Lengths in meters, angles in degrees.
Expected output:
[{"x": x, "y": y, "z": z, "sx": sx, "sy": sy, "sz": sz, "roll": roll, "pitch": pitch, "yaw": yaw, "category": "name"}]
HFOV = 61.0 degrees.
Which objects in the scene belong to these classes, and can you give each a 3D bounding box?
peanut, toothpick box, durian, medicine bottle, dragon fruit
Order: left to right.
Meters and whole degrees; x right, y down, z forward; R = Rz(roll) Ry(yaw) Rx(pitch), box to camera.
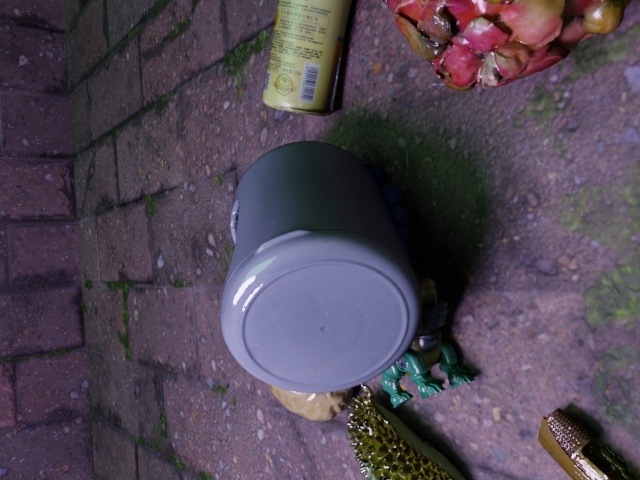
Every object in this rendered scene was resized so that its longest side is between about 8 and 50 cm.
[{"x": -0.055, "y": 0.168, "z": 0.941, "sx": 0.306, "sy": 0.147, "sz": 0.147, "roll": 58, "pitch": 133, "yaw": 30, "category": "peanut"}, {"x": -0.019, "y": -0.329, "z": 0.883, "sx": 0.124, "sy": 0.124, "sz": 0.239, "roll": 31, "pitch": 115, "yaw": 45, "category": "medicine bottle"}, {"x": 0.000, "y": 0.000, "z": 0.758, "sx": 0.355, "sy": 0.262, "sz": 0.263, "roll": -101, "pitch": 29, "yaw": -56, "category": "toothpick box"}, {"x": 0.100, "y": 0.323, "z": 0.790, "sx": 0.220, "sy": 0.095, "sz": 0.137, "roll": 43, "pitch": 128, "yaw": 36, "category": "durian"}, {"x": 0.180, "y": -0.289, "z": 0.548, "sx": 0.269, "sy": 0.250, "sz": 0.291, "roll": -42, "pitch": 54, "yaw": 23, "category": "dragon fruit"}]

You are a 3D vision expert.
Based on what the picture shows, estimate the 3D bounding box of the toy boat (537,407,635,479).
[{"x": 0.301, "y": 0.244, "z": 0.584, "sx": 0.149, "sy": 0.047, "sz": 0.049, "roll": 41, "pitch": 123, "yaw": 42, "category": "toy boat"}]

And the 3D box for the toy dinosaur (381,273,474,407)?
[{"x": 0.114, "y": 0.167, "z": 0.783, "sx": 0.259, "sy": 0.094, "sz": 0.153, "roll": -55, "pitch": 50, "yaw": 48, "category": "toy dinosaur"}]
